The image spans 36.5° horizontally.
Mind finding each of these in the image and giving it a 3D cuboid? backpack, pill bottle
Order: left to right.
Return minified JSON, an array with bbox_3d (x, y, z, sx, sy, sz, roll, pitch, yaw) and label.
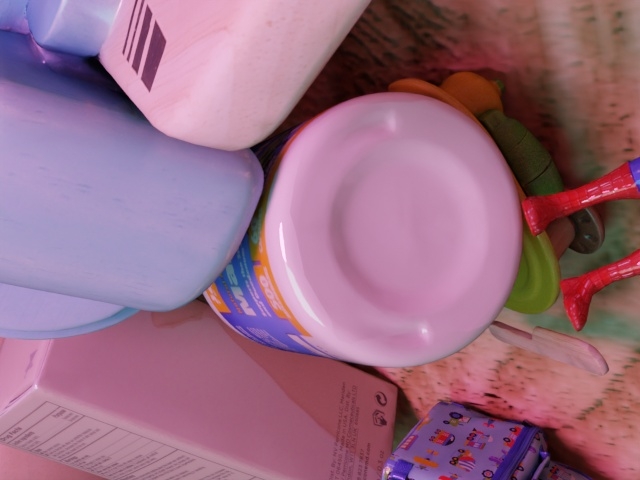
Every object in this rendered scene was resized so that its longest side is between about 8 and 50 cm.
[{"bbox_3d":[0.000,0.000,0.639,0.152,0.152,0.272,53,161,-10],"label":"pill bottle"},{"bbox_3d":[0.144,0.214,0.748,0.173,0.158,0.117,15,114,30],"label":"backpack"}]

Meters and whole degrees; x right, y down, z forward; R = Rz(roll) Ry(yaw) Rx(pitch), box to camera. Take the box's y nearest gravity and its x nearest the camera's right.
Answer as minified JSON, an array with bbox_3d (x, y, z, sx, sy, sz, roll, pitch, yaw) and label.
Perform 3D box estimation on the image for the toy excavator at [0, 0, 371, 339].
[{"bbox_3d":[-0.087,-0.088,0.477,0.433,0.222,0.445,-65,32,19],"label":"toy excavator"}]

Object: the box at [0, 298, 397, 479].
[{"bbox_3d":[-0.103,0.139,0.802,0.311,0.121,0.148,28,144,-26],"label":"box"}]

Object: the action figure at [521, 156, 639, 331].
[{"bbox_3d":[0.242,-0.026,0.453,0.280,0.139,0.091,-23,102,16],"label":"action figure"}]

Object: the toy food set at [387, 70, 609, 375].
[{"bbox_3d":[0.126,-0.026,0.644,0.218,0.071,0.128,59,161,-13],"label":"toy food set"}]

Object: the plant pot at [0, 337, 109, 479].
[{"bbox_3d":[-0.277,0.112,0.934,0.284,0.284,0.191,5,94,34],"label":"plant pot"}]
